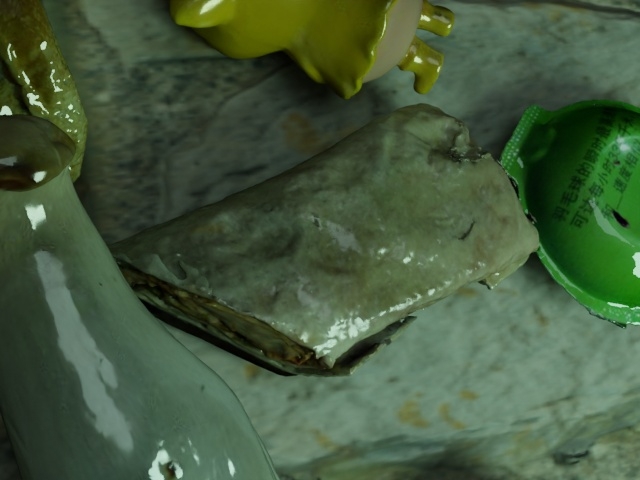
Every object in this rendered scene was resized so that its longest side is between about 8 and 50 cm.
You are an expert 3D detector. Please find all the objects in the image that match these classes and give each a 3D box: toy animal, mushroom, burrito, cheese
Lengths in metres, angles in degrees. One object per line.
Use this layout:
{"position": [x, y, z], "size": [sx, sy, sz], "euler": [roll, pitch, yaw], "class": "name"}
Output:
{"position": [-0.005, -0.191, 0.865], "size": [0.229, 0.156, 0.156], "euler": [18, 69, -19], "class": "toy animal"}
{"position": [-0.143, 0.074, 0.714], "size": [0.159, 0.122, 0.329], "euler": [-44, 116, -53], "class": "mushroom"}
{"position": [0.006, 0.010, 0.829], "size": [0.347, 0.107, 0.175], "euler": [-23, 64, -26], "class": "burrito"}
{"position": [0.292, -0.001, 0.956], "size": [0.320, 0.083, 0.204], "euler": [35, 64, -7], "class": "cheese"}

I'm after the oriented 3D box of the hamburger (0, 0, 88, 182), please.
{"position": [-0.271, -0.144, 0.729], "size": [0.167, 0.192, 0.288], "euler": [-25, 85, -15], "class": "hamburger"}
